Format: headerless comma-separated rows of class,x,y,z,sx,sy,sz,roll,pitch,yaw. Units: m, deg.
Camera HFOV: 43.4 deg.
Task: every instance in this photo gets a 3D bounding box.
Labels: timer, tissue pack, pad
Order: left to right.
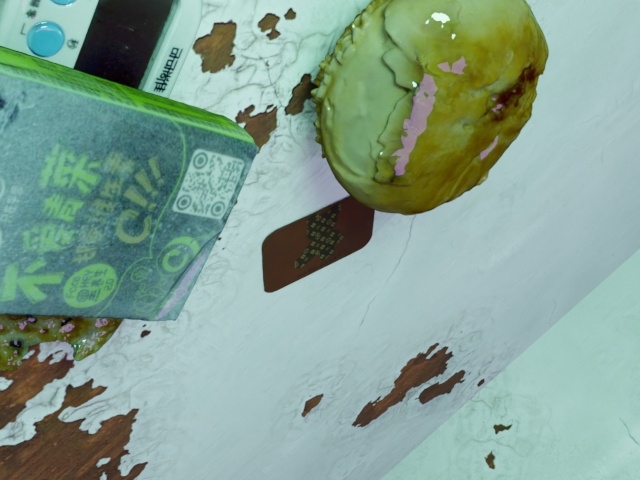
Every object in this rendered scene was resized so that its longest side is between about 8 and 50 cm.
tissue pack,-0.288,-0.050,0.952,0.394,0.124,0.288,8,114,-50
timer,-0.277,-0.238,0.960,0.237,0.087,0.262,2,127,-46
pad,0.000,0.000,1.586,0.267,0.004,0.181,-26,144,-23

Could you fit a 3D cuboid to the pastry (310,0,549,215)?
pastry,0.163,-0.233,1.269,0.410,0.245,0.409,-30,145,-24

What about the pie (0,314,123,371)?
pie,-0.389,0.079,1.223,0.303,0.067,0.302,-25,143,-21
